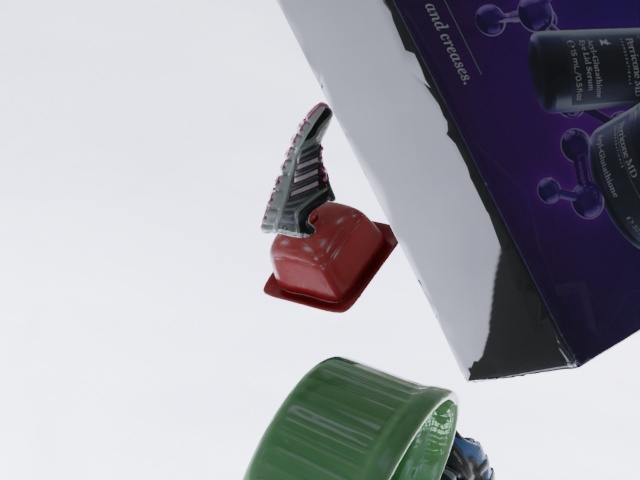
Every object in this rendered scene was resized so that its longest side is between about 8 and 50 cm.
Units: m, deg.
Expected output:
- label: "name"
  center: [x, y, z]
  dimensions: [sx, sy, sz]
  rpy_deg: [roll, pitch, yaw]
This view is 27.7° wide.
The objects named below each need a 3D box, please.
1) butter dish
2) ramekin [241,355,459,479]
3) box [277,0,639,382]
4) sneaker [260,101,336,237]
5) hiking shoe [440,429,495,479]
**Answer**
- label: "butter dish"
  center: [0.000, 0.000, 1.726]
  dimensions: [0.160, 0.118, 0.160]
  rpy_deg: [13, -124, 40]
- label: "ramekin"
  center: [0.023, 0.276, 1.450]
  dimensions: [0.148, 0.303, 0.303]
  rpy_deg: [24, -160, 18]
- label: "box"
  center: [0.098, -0.097, 0.564]
  dimensions: [0.184, 0.261, 0.103]
  rpy_deg: [-27, -179, -24]
- label: "sneaker"
  center: [-0.011, -0.078, 1.542]
  dimensions: [0.075, 0.170, 0.063]
  rpy_deg: [21, -176, -5]
- label: "hiking shoe"
  center: [0.221, 0.348, 1.849]
  dimensions: [0.113, 0.132, 0.304]
  rpy_deg: [-9, 143, 29]
